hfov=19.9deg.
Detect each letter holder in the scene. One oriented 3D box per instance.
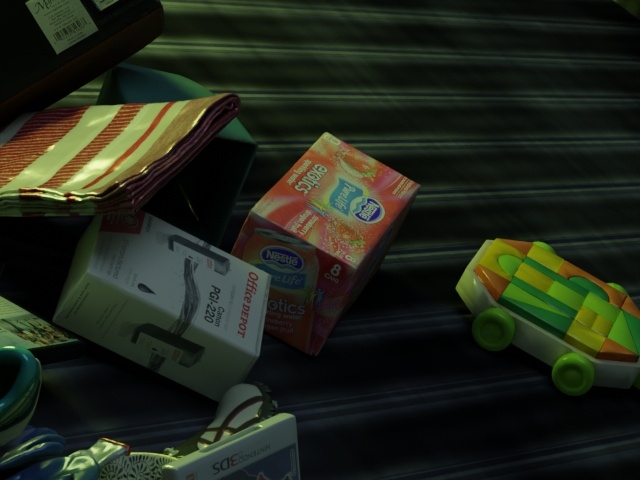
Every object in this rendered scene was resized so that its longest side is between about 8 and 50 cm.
[{"bbox_3d":[-0.360,-0.244,2.290,0.152,0.302,0.214,56,-9,8],"label":"letter holder"}]

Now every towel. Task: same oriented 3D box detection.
[{"bbox_3d":[-0.280,-0.100,2.075,0.329,0.037,0.237,-1,31,33],"label":"towel"}]

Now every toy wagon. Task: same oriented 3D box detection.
[{"bbox_3d":[0.353,0.116,2.454,0.344,0.068,0.267,29,28,8],"label":"toy wagon"}]

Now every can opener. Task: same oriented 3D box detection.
[{"bbox_3d":[-0.347,0.020,2.080,0.186,0.073,0.059,11,-8,-31],"label":"can opener"}]

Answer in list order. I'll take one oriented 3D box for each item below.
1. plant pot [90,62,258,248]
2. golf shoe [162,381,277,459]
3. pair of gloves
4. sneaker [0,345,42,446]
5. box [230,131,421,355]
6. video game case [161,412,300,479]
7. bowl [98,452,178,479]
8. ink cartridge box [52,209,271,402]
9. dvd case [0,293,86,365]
[{"bbox_3d":[-0.210,-0.124,2.316,0.165,0.166,0.234,10,28,-26],"label":"plant pot"},{"bbox_3d":[-0.110,0.224,1.861,0.120,0.105,0.273,14,28,-6],"label":"golf shoe"},{"bbox_3d":[-0.279,0.217,1.732,0.198,0.023,0.159,9,22,39],"label":"pair of gloves"},{"bbox_3d":[-0.383,0.163,1.668,0.275,0.110,0.107,-25,74,-27],"label":"sneaker"},{"bbox_3d":[0.000,0.000,2.287,0.154,0.142,0.300,30,28,6],"label":"box"},{"bbox_3d":[-0.075,0.282,1.702,0.023,0.201,0.183,4,13,35],"label":"video game case"},{"bbox_3d":[-0.195,0.271,1.701,0.170,0.080,0.170,-8,18,3],"label":"bowl"},{"bbox_3d":[-0.173,0.066,2.047,0.218,0.092,0.158,29,33,-15],"label":"ink cartridge box"},{"bbox_3d":[-0.392,0.071,1.896,0.253,0.022,0.180,26,15,26],"label":"dvd case"}]
